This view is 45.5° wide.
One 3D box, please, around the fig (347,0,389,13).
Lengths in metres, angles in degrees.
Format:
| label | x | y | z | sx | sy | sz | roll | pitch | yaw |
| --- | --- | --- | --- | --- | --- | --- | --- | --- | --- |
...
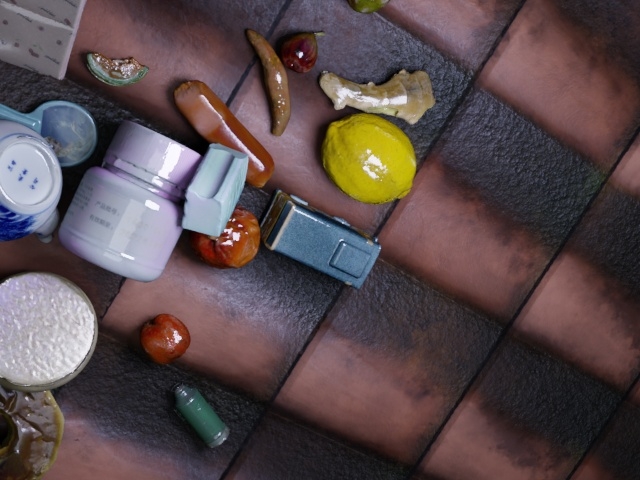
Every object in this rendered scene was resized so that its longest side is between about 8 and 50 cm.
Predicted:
| label | x | y | z | sx | sy | sz | roll | pitch | yaw |
| --- | --- | --- | --- | --- | --- | --- | --- | --- | --- |
| fig | 0.128 | -0.591 | 1.744 | 0.126 | 0.185 | 0.133 | -40 | 80 | 40 |

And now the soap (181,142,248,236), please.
| label | x | y | z | sx | sy | sz | roll | pitch | yaw |
| --- | --- | --- | --- | --- | --- | --- | --- | --- | --- |
| soap | -0.223 | -0.117 | 1.662 | 0.091 | 0.231 | 0.145 | 17 | 133 | 0 |

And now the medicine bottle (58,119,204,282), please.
| label | x | y | z | sx | sy | sz | roll | pitch | yaw |
| --- | --- | --- | --- | --- | --- | --- | --- | --- | --- |
| medicine bottle | -0.404 | -0.086 | 1.665 | 0.241 | 0.241 | 0.302 | 26 | 89 | -21 |

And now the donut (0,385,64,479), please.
| label | x | y | z | sx | sy | sz | roll | pitch | yaw |
| --- | --- | --- | --- | --- | --- | --- | --- | --- | --- |
| donut | -0.765 | 0.425 | 1.776 | 0.329 | 0.160 | 0.330 | -2 | 96 | -20 |

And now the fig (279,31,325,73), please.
| label | x | y | z | sx | sy | sz | roll | pitch | yaw |
| --- | --- | --- | --- | --- | --- | --- | --- | --- | --- |
| fig | -0.037 | -0.449 | 1.754 | 0.089 | 0.089 | 0.125 | 40 | 68 | -22 |

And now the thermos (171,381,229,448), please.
| label | x | y | z | sx | sy | sz | roll | pitch | yaw |
| --- | --- | --- | --- | --- | --- | --- | --- | --- | --- |
| thermos | -0.314 | 0.438 | 1.945 | 0.073 | 0.083 | 0.188 | -42 | 113 | -24 |

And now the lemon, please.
| label | x | y | z | sx | sy | sz | roll | pitch | yaw |
| --- | --- | --- | --- | --- | --- | --- | --- | --- | --- |
| lemon | 0.115 | -0.192 | 1.800 | 0.260 | 0.204 | 0.204 | 37 | 94 | -18 |

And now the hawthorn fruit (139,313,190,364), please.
| label | x | y | z | sx | sy | sz | roll | pitch | yaw |
| --- | --- | --- | --- | --- | --- | --- | --- | --- | --- |
| hawthorn fruit | -0.374 | 0.236 | 1.838 | 0.128 | 0.128 | 0.128 | -4 | 107 | -14 |

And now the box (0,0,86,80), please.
| label | x | y | z | sx | sy | sz | roll | pitch | yaw |
| --- | --- | --- | --- | --- | --- | --- | --- | --- | --- |
| box | -0.544 | -0.478 | 1.460 | 0.190 | 0.297 | 0.225 | 16 | 117 | -22 |

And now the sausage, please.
| label | x | y | z | sx | sy | sz | roll | pitch | yaw |
| --- | --- | --- | --- | --- | --- | --- | --- | --- | --- |
| sausage | -0.218 | -0.244 | 1.755 | 0.089 | 0.083 | 0.300 | -26 | 115 | 35 |

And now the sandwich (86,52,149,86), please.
| label | x | y | z | sx | sy | sz | roll | pitch | yaw |
| --- | --- | --- | --- | --- | --- | --- | --- | --- | --- |
| sandwich | -0.447 | -0.373 | 1.680 | 0.135 | 0.029 | 0.067 | 3 | 106 | -17 |

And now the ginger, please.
| label | x | y | z | sx | sy | sz | roll | pitch | yaw |
| --- | --- | --- | --- | --- | --- | --- | --- | --- | --- |
| ginger | 0.141 | -0.358 | 1.823 | 0.294 | 0.086 | 0.131 | 8 | 102 | -14 |

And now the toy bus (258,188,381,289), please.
| label | x | y | z | sx | sy | sz | roll | pitch | yaw |
| --- | --- | --- | --- | --- | --- | --- | --- | --- | --- |
| toy bus | 0.000 | 0.000 | 1.844 | 0.275 | 0.167 | 0.139 | 25 | 98 | -22 |

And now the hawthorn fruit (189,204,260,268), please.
| label | x | y | z | sx | sy | sz | roll | pitch | yaw |
| --- | --- | --- | --- | --- | --- | --- | --- | --- | --- |
| hawthorn fruit | -0.222 | -0.004 | 1.776 | 0.173 | 0.179 | 0.174 | -8 | 113 | -18 |

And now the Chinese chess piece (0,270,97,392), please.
| label | x | y | z | sx | sy | sz | roll | pitch | yaw |
| --- | --- | --- | --- | --- | --- | --- | --- | --- | --- |
| Chinese chess piece | -0.635 | 0.202 | 1.701 | 0.270 | 0.112 | 0.270 | 7 | 75 | -27 |

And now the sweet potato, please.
| label | x | y | z | sx | sy | sz | roll | pitch | yaw |
| --- | --- | --- | --- | --- | --- | --- | --- | --- | --- |
| sweet potato | -0.107 | -0.366 | 1.759 | 0.058 | 0.078 | 0.255 | -36 | 118 | -42 |

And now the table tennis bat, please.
| label | x | y | z | sx | sy | sz | roll | pitch | yaw |
| --- | --- | --- | --- | --- | --- | --- | --- | --- | --- |
| table tennis bat | -0.607 | -0.248 | 1.672 | 0.237 | 0.038 | 0.149 | 19 | 105 | -22 |

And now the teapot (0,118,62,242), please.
| label | x | y | z | sx | sy | sz | roll | pitch | yaw |
| --- | --- | --- | --- | --- | --- | --- | --- | --- | --- |
| teapot | -0.688 | -0.123 | 1.588 | 0.424 | 0.280 | 0.252 | 48 | 50 | -40 |
